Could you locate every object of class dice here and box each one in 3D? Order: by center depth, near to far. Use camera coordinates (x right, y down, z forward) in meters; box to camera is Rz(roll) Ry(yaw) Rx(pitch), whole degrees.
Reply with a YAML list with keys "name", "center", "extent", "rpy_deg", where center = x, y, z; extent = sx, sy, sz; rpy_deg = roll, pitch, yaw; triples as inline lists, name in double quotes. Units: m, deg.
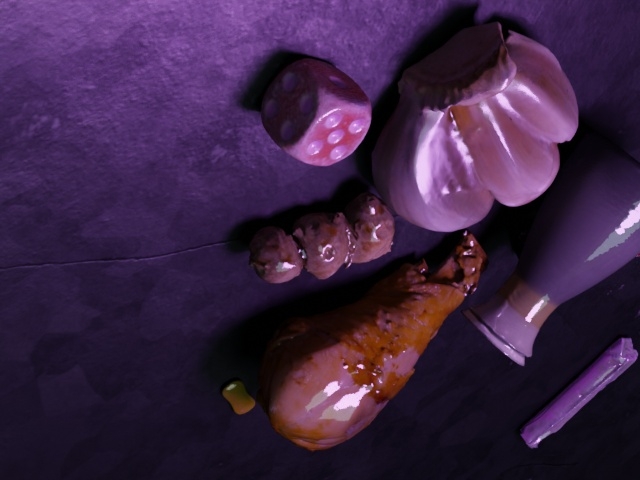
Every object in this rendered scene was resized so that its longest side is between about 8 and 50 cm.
- name: "dice"
  center: [-0.004, -0.146, 1.655]
  extent: [0.094, 0.093, 0.091]
  rpy_deg: [10, 125, -45]

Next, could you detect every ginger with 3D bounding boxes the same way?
- name: "ginger"
  center: [0.000, 0.000, 1.844]
  extent: [0.204, 0.080, 0.104]
  rpy_deg: [-19, 136, -21]

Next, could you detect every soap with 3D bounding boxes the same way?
- name: "soap"
  center: [-0.116, 0.224, 2.070]
  extent: [0.034, 0.012, 0.089]
  rpy_deg: [-33, 146, -4]

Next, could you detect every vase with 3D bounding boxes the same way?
- name: "vase"
  center: [0.344, 0.019, 2.040]
  extent: [0.321, 0.173, 0.173]
  rpy_deg: [-51, 143, 8]

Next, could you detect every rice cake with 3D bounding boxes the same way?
- name: "rice cake"
  center: [0.457, 0.272, 2.580]
  extent: [0.270, 0.049, 0.055]
  rpy_deg: [-45, 166, 14]

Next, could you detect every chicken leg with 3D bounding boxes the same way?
- name: "chicken leg"
  center: [0.078, 0.144, 2.048]
  extent: [0.409, 0.182, 0.295]
  rpy_deg: [-43, 158, -18]

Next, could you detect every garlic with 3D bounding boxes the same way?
- name: "garlic"
  center: [0.198, -0.122, 1.830]
  extent: [0.279, 0.132, 0.325]
  rpy_deg: [-29, 141, 6]

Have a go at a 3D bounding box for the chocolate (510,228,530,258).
- name: "chocolate"
  center: [0.358, -0.009, 2.147]
  extent: [0.147, 0.072, 0.070]
  rpy_deg: [-22, 153, -10]
